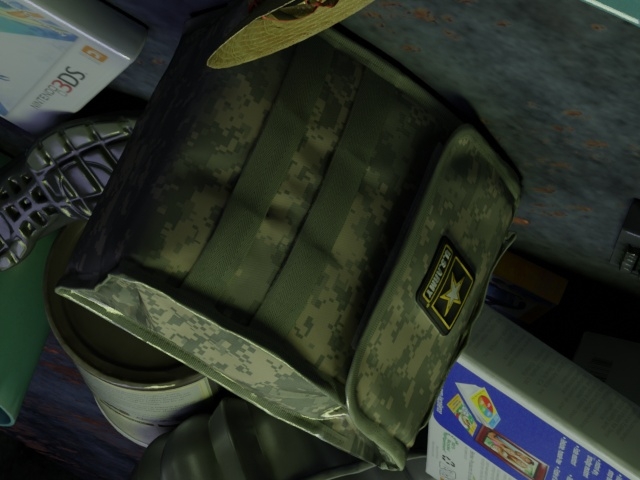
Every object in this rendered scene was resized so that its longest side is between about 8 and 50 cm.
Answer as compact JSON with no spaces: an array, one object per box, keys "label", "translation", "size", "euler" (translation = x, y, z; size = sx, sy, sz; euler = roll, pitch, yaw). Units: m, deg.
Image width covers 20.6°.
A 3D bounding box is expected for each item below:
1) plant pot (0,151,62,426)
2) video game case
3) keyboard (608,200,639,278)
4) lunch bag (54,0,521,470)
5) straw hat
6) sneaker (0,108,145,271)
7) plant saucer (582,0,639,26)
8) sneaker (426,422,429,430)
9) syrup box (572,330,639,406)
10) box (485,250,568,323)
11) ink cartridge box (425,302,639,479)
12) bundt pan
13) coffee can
[{"label":"plant pot","translation":[-0.398,0.025,1.836],"size":[0.293,0.235,0.293],"euler":[23,163,8]},{"label":"video game case","translation":[-0.326,-0.200,1.421],"size":[0.329,0.036,0.300],"euler":[30,162,-15]},{"label":"keyboard","translation":[0.361,0.047,1.235],"size":[0.317,0.033,0.201],"euler":[21,162,9]},{"label":"lunch bag","translation":[0.000,0.000,1.234],"size":[0.287,0.235,0.169],"euler":[31,162,-20]},{"label":"straw hat","translation":[-0.018,-0.163,1.068],"size":[0.061,0.144,0.144],"euler":[64,160,3]},{"label":"sneaker","translation":[-0.225,-0.063,1.564],"size":[0.267,0.106,0.101],"euler":[-22,112,31]},{"label":"plant saucer","translation":[0.171,-0.161,0.909],"size":[0.067,0.018,0.192],"euler":[25,163,0]},{"label":"sneaker","translation":[0.170,0.191,1.784],"size":[0.262,0.104,0.125],"euler":[19,160,17]},{"label":"syrup box","translation":[0.302,0.180,1.587],"size":[0.096,0.093,0.237],"euler":[13,159,36]},{"label":"box","translation":[0.132,0.023,1.475],"size":[0.136,0.028,0.081],"euler":[24,163,-3]},{"label":"ink cartridge box","translation":[0.225,0.210,1.475],"size":[0.307,0.072,0.303],"euler":[33,157,18]},{"label":"bundt pan","translation":[-0.048,0.226,1.730],"size":[0.331,0.331,0.124],"euler":[88,160,-70]},{"label":"coffee can","translation":[-0.150,0.083,1.728],"size":[0.201,0.201,0.275],"euler":[22,162,9]}]
